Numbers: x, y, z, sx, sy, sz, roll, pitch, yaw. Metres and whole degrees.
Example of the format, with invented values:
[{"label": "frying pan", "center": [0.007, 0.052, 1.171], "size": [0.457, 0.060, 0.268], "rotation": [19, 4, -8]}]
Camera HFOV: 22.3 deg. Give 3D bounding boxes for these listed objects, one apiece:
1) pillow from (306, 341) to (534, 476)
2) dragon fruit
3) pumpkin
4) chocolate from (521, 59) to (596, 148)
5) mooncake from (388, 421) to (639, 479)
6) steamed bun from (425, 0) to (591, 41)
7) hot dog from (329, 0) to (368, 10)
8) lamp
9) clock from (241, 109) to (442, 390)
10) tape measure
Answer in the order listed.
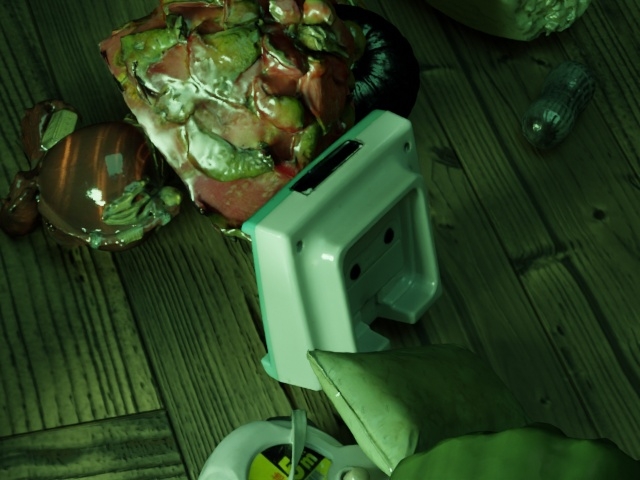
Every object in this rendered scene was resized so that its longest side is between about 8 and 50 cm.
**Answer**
[{"label": "pillow", "center": [0.124, 0.184, 1.797], "size": [0.302, 0.075, 0.185], "rotation": [2, 42, -51]}, {"label": "dragon fruit", "center": [-0.068, -0.183, 1.910], "size": [0.263, 0.296, 0.314], "rotation": [-35, 96, 7]}, {"label": "pumpkin", "center": [0.030, -0.207, 2.094], "size": [0.202, 0.140, 0.202], "rotation": [0, 71, 0]}, {"label": "chocolate", "center": [0.327, -0.188, 2.226], "size": [0.072, 0.072, 0.167], "rotation": [31, 52, 8]}, {"label": "mooncake", "center": [0.216, 0.338, 1.577], "size": [0.356, 0.356, 0.194], "rotation": [21, 51, -1]}, {"label": "steamed bun", "center": [0.267, -0.421, 2.307], "size": [0.290, 0.273, 0.272], "rotation": [-48, 119, -36]}, {"label": "hot dog", "center": [0.018, -0.315, 2.235], "size": [0.092, 0.062, 0.235], "rotation": [-22, 60, -27]}, {"label": "lamp", "center": [-0.263, -0.080, 1.896], "size": [0.223, 0.151, 0.215], "rotation": [16, 45, -2]}, {"label": "clock", "center": [0.040, 0.015, 1.852], "size": [0.116, 0.231, 0.262], "rotation": [18, 43, 30]}, {"label": "tape measure", "center": [-0.031, 0.277, 1.697], "size": [0.197, 0.120, 0.236], "rotation": [40, 45, 10]}]
